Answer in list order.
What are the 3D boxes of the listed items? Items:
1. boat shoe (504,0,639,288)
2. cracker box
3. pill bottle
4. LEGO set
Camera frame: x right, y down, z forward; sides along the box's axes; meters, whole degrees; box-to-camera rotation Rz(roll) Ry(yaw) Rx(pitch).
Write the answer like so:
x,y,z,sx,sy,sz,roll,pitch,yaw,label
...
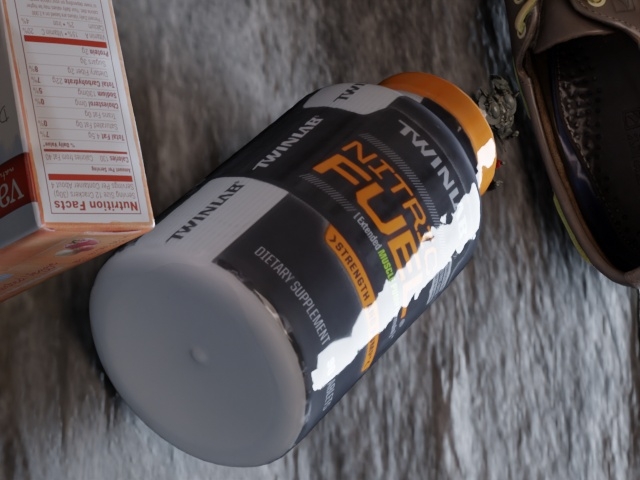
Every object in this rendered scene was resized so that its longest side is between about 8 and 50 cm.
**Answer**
x,y,z,sx,sy,sz,roll,pitch,yaw,label
0.176,-0.126,1.213,0.096,0.116,0.324,-13,87,-60,boat shoe
-0.164,-0.092,0.851,0.067,0.155,0.232,1,73,-44,cracker box
0.000,0.000,0.988,0.130,0.130,0.245,57,44,-10,pill bottle
0.112,-0.073,1.200,0.054,0.023,0.083,12,65,-40,LEGO set
